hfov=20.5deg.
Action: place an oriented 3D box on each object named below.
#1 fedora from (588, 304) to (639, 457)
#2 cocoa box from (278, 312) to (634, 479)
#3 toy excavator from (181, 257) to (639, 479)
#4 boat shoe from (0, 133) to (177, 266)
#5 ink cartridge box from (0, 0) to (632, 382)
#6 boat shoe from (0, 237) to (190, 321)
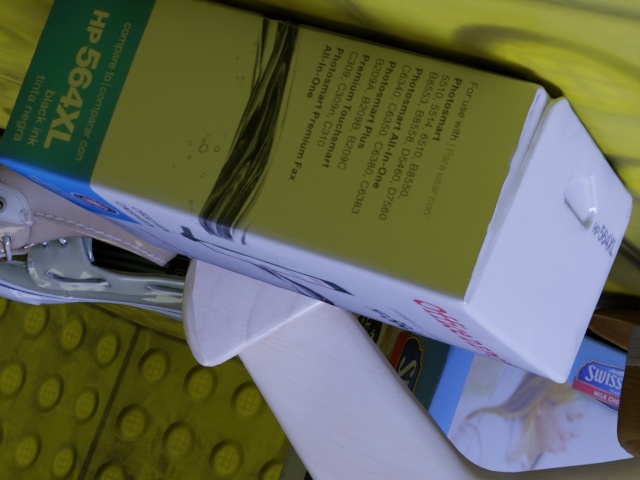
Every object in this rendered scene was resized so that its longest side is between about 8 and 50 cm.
[{"bbox_3d":[0.229,0.100,1.030,0.194,0.079,0.194,20,174,2],"label":"fedora"},{"bbox_3d":[0.170,0.193,1.285,0.347,0.231,0.228,22,172,-19],"label":"cocoa box"},{"bbox_3d":[0.171,0.165,0.847,0.445,0.433,0.222,-5,-172,-2],"label":"toy excavator"},{"bbox_3d":[-0.245,-0.029,1.326,0.302,0.098,0.109,20,173,7],"label":"boat shoe"},{"bbox_3d":[0.002,-0.024,0.693,0.203,0.086,0.148,18,173,26],"label":"ink cartridge box"},{"bbox_3d":[-0.178,-0.003,1.425,0.302,0.109,0.094,10,155,13],"label":"boat shoe"}]
